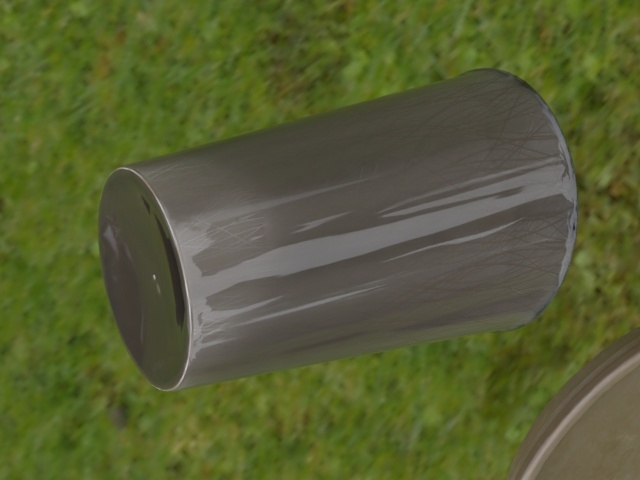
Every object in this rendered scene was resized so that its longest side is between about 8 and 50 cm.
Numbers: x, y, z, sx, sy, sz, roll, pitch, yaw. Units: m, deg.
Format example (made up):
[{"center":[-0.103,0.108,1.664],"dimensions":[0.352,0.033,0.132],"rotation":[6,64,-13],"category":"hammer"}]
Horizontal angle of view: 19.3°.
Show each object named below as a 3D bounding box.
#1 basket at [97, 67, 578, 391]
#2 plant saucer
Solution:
[{"center":[0.000,0.000,1.080],"dimensions":[0.204,0.226,0.154],"rotation":[-40,65,62],"category":"basket"},{"center":[0.225,0.143,1.218],"dimensions":[0.041,0.277,0.278],"rotation":[50,136,43],"category":"plant saucer"}]
